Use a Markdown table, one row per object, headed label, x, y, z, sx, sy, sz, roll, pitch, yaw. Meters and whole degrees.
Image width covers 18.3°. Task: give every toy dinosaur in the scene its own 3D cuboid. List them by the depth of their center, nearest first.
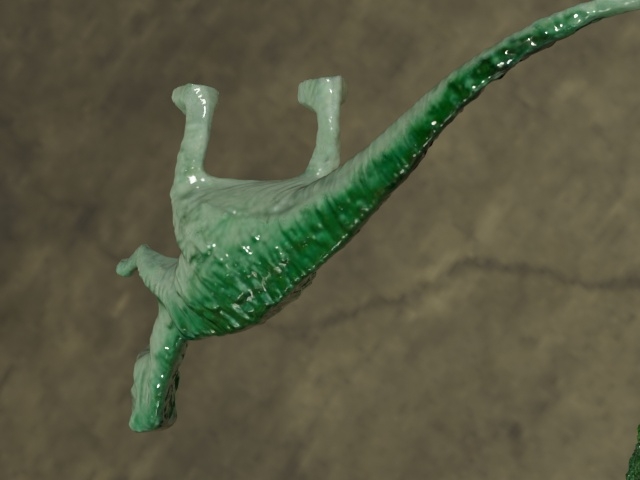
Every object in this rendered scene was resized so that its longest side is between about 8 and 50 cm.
| label | x | y | z | sx | sy | sz | roll | pitch | yaw |
| --- | --- | --- | --- | --- | --- | --- | --- | --- | --- |
| toy dinosaur | -0.012 | -0.044 | 0.897 | 0.383 | 0.076 | 0.129 | -49 | 51 | 45 |

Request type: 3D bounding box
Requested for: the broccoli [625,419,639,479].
| label | x | y | z | sx | sy | sz | roll | pitch | yaw |
| --- | --- | --- | --- | --- | --- | --- | --- | --- | --- |
| broccoli | 0.342 | 0.180 | 1.429 | 0.245 | 0.294 | 0.265 | 10 | 78 | 28 |
